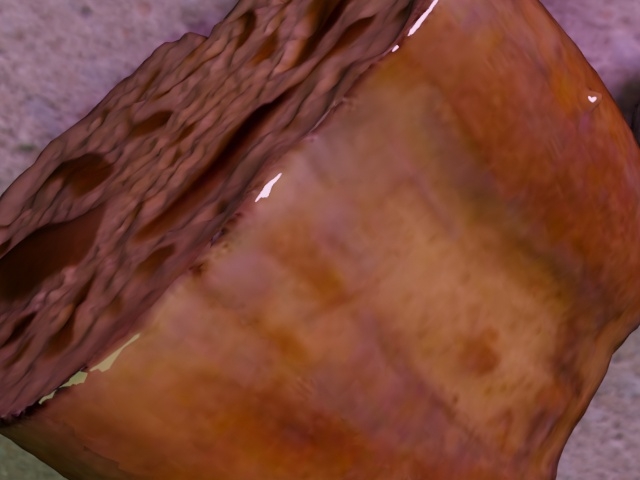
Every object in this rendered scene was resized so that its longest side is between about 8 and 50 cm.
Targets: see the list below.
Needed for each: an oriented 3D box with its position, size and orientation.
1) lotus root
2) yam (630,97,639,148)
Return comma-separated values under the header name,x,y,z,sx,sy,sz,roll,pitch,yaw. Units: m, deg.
name,x,y,z,sx,sy,sz,roll,pitch,yaw
lotus root,0.000,0.000,0.577,0.316,0.316,0.250,-35,124,27
yam,0.278,-0.047,0.564,0.259,0.106,0.106,3,123,8
